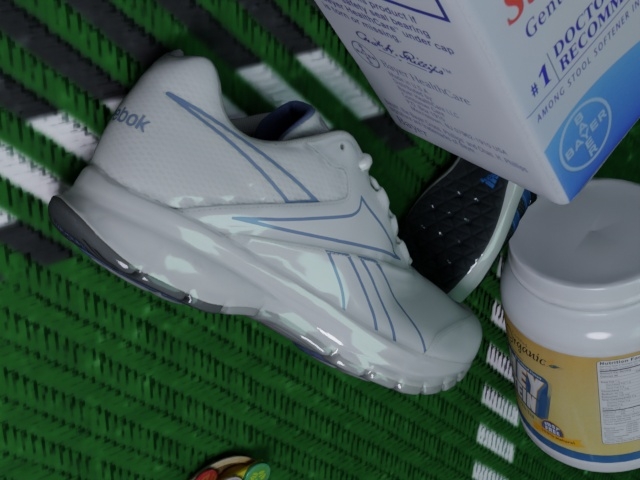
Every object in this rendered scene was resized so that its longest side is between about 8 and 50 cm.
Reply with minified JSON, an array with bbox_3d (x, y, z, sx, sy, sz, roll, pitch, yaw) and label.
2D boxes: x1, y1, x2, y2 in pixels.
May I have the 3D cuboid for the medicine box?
[{"bbox_3d":[0.114,-0.215,0.570,0.263,0.149,0.289,-50,138,-8],"label":"medicine box"}]

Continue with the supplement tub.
[{"bbox_3d":[0.216,0.066,0.830,0.144,0.144,0.200,-35,132,-22],"label":"supplement tub"}]

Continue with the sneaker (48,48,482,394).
[{"bbox_3d":[0.000,0.000,0.611,0.297,0.111,0.129,28,86,-39],"label":"sneaker"}]

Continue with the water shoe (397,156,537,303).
[{"bbox_3d":[0.124,-0.031,0.744,0.080,0.073,0.203,20,101,-52],"label":"water shoe"}]

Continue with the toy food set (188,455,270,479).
[{"bbox_3d":[-0.069,0.183,0.733,0.083,0.020,0.083,-20,126,-32],"label":"toy food set"}]
